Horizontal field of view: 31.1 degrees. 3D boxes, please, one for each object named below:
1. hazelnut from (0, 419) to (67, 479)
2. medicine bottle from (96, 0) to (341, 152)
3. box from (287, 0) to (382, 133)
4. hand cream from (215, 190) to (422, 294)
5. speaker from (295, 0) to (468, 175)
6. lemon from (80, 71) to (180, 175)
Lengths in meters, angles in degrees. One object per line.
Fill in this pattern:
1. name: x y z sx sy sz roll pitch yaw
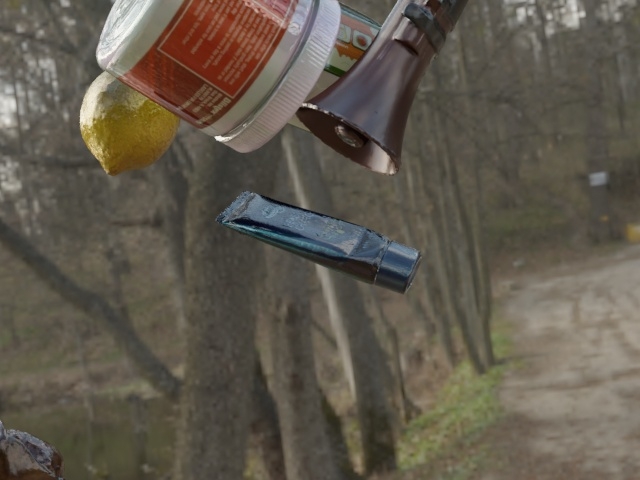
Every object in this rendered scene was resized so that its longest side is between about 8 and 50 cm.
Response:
1. hazelnut: -0.582 0.439 2.228 0.160 0.202 0.170 -26 1 -44
2. medicine bottle: -0.138 -0.280 1.534 0.241 0.252 0.252 31 -20 -22
3. box: -0.017 -0.305 1.986 0.177 0.148 0.195 19 -29 -25
4. hand cream: 0.000 0.000 1.551 0.270 0.061 0.120 19 28 10
5. speaker: 0.130 -0.267 1.901 0.198 0.329 0.259 28 -17 23
6. lemon: -0.360 -0.240 2.189 0.188 0.257 0.188 14 -22 6
